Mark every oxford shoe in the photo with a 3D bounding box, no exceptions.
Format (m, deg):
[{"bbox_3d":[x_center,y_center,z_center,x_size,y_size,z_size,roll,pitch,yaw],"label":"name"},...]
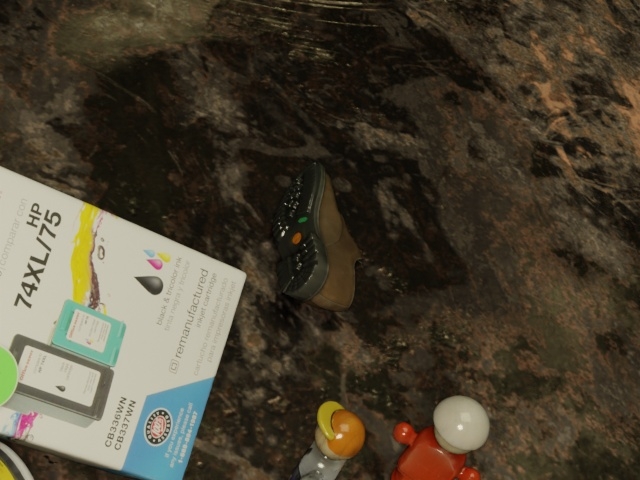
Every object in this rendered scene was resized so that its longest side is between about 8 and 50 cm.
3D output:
[{"bbox_3d":[0.000,0.000,1.528,0.096,0.083,0.227,31,37,-29],"label":"oxford shoe"}]

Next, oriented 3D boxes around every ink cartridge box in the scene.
[{"bbox_3d":[-0.246,0.071,1.101,0.270,0.197,0.198,25,75,-33],"label":"ink cartridge box"}]

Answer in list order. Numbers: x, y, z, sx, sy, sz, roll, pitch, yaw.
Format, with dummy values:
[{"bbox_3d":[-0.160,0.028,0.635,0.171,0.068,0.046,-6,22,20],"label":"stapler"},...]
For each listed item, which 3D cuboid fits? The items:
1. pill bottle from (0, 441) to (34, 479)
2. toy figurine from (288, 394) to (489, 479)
[{"bbox_3d":[-0.326,0.242,1.057,0.103,0.103,0.184,46,43,18],"label":"pill bottle"},{"bbox_3d":[0.084,0.257,1.246,0.209,0.148,0.213,5,47,-27],"label":"toy figurine"}]
